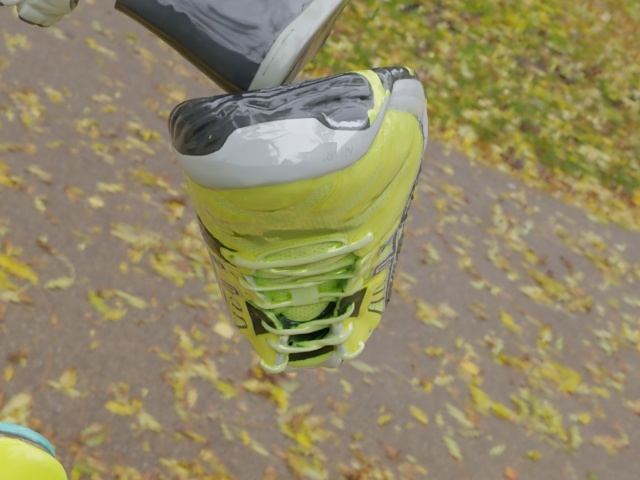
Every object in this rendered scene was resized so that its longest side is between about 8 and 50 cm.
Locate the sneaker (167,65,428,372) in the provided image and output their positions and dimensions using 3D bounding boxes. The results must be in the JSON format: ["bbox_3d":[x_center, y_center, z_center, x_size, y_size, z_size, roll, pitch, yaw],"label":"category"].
[{"bbox_3d":[0.000,0.000,0.687,0.145,0.147,0.384,-9,-9,2],"label":"sneaker"}]

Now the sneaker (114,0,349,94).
[{"bbox_3d":[-0.042,-0.173,0.750,0.118,0.083,0.222,33,31,-2],"label":"sneaker"}]

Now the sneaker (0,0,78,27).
[{"bbox_3d":[-0.155,-0.248,0.752,0.107,0.110,0.275,36,33,-37],"label":"sneaker"}]

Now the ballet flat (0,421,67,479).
[{"bbox_3d":[-0.195,0.109,0.350,0.231,0.077,0.077,-4,44,-6],"label":"ballet flat"}]
